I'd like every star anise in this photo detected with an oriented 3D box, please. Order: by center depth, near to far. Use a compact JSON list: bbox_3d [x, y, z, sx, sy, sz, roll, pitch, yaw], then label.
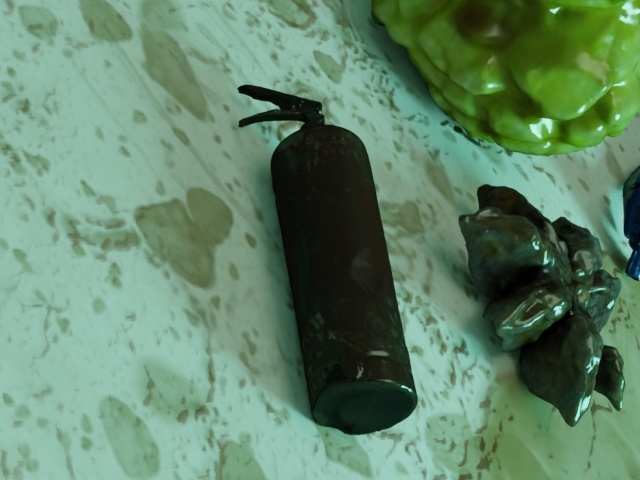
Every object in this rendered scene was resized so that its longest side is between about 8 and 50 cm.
[{"bbox_3d":[0.173,0.036,1.451,0.197,0.073,0.212,41,32,-25],"label":"star anise"}]

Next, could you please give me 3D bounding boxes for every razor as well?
[{"bbox_3d":[0.329,-0.063,1.768,0.056,0.093,0.324,22,26,14],"label":"razor"}]

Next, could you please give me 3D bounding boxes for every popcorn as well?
[{"bbox_3d":[0.174,-0.209,1.533,0.257,0.270,0.224,20,11,32],"label":"popcorn"}]

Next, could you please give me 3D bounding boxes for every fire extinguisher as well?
[{"bbox_3d":[0.000,0.000,1.269,0.089,0.072,0.268,-3,56,-12],"label":"fire extinguisher"}]
